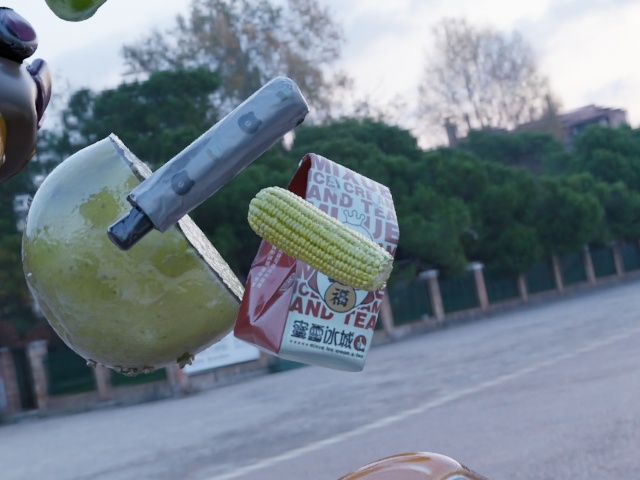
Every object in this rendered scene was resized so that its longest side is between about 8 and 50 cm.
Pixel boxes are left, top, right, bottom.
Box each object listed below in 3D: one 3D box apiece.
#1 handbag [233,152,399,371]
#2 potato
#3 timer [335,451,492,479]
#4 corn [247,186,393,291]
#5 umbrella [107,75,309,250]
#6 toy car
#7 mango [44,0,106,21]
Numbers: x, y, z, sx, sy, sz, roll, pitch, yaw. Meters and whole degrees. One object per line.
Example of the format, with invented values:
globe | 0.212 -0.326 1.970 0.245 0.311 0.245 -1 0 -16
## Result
handbag | 0.002 0.032 1.535 0.171 0.298 0.151 16 -1 -32
potato | -0.367 0.050 1.906 0.319 0.442 0.385 -37 25 -4
timer | 0.095 0.330 1.073 0.250 0.161 0.257 -42 -42 10
corn | 0.000 0.000 1.131 0.165 0.063 0.085 30 -17 15
umbrella | -0.154 -0.105 1.426 0.337 0.073 0.067 -41 25 -17
toy car | -0.536 -0.200 1.385 0.271 0.340 0.240 -42 24 29
mango | -0.320 -0.365 1.400 0.125 0.111 0.233 -36 2 -14
